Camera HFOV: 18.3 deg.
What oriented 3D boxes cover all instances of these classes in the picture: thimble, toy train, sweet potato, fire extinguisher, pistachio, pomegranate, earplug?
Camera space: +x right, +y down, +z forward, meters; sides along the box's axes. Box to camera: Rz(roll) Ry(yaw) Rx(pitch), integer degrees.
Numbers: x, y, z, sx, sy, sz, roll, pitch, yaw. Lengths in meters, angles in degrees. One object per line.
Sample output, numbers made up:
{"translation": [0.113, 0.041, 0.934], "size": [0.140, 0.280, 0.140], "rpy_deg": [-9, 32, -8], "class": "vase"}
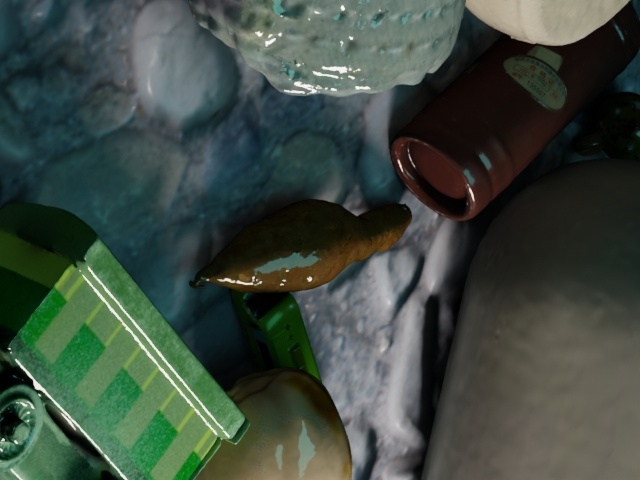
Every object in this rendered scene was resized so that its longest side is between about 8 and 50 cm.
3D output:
{"translation": [0.008, -0.214, 1.471], "size": [0.250, 0.205, 0.171], "rpy_deg": [-28, 137, -57], "class": "thimble"}
{"translation": [-0.192, 0.121, 1.494], "size": [0.202, 0.120, 0.301], "rpy_deg": [-54, 140, -18], "class": "toy train"}
{"translation": [-0.029, 0.104, 1.722], "size": [0.044, 0.042, 0.209], "rpy_deg": [-41, 136, -27], "class": "toy train"}
{"translation": [0.003, -0.001, 1.679], "size": [0.269, 0.075, 0.074], "rpy_deg": [-16, 121, -47], "class": "sweet potato"}
{"translation": [0.207, -0.172, 1.789], "size": [0.344, 0.102, 0.138], "rpy_deg": [-44, 144, -23], "class": "fire extinguisher"}
{"translation": [-0.044, 0.203, 1.682], "size": [0.144, 0.144, 0.215], "rpy_deg": [-22, 132, -40], "class": "pistachio"}
{"translation": [0.294, -0.111, 1.954], "size": [0.085, 0.073, 0.073], "rpy_deg": [-1, 112, -22], "class": "pomegranate"}
{"translation": [0.271, 0.125, 1.859], "size": [0.313, 0.313, 0.394], "rpy_deg": [-7, 114, -46], "class": "earplug"}

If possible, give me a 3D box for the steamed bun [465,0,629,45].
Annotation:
{"translation": [0.195, -0.310, 1.640], "size": [0.283, 0.177, 0.283], "rpy_deg": [-41, 155, -24], "class": "steamed bun"}
